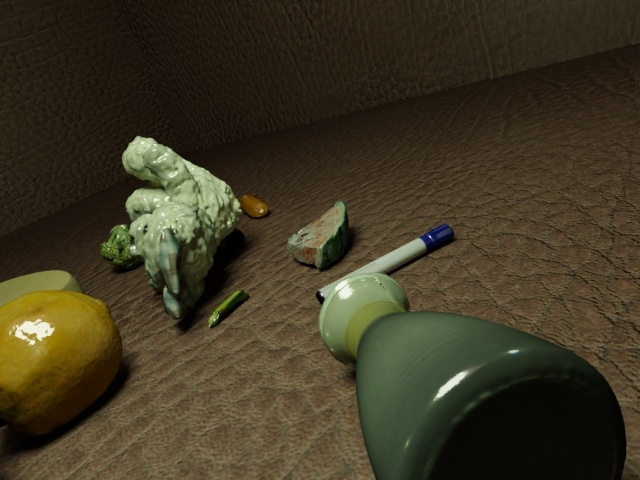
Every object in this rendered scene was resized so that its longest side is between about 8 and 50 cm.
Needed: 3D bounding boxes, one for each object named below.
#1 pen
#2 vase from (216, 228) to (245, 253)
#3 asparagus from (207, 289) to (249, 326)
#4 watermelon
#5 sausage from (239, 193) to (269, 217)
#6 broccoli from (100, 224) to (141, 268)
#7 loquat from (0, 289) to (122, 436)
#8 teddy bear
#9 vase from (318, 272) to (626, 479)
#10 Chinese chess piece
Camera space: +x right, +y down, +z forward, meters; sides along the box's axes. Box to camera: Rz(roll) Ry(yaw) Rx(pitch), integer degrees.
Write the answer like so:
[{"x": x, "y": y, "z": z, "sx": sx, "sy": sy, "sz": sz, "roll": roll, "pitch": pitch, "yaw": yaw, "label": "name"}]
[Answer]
[{"x": 0.112, "y": 0.040, "z": 0.851, "sx": 0.269, "sy": 0.033, "sz": 0.033, "roll": -26, "pitch": 21, "yaw": -18, "label": "pen"}, {"x": -0.279, "y": 0.006, "z": 1.253, "sx": 0.211, "sy": 0.060, "sz": 0.060, "roll": -4, "pitch": 25, "yaw": 38, "label": "vase"}, {"x": -0.166, "y": 0.119, "z": 0.906, "sx": 0.025, "sy": 0.021, "sz": 0.108, "roll": -3, "pitch": 25, "yaw": 35, "label": "asparagus"}, {"x": 0.000, "y": 0.000, "z": 1.015, "sx": 0.139, "sy": 0.071, "sz": 0.187, "roll": -17, "pitch": 27, "yaw": 25, "label": "watermelon"}, {"x": -0.198, "y": -0.101, "z": 1.470, "sx": 0.062, "sy": 0.054, "sz": 0.183, "roll": -50, "pitch": 27, "yaw": -2, "label": "sausage"}, {"x": -0.524, "y": 0.018, "z": 1.352, "sx": 0.130, "sy": 0.120, "sz": 0.131, "roll": -10, "pitch": -4, "yaw": 41, "label": "broccoli"}, {"x": -0.403, "y": 0.176, "z": 0.739, "sx": 0.234, "sy": 0.187, "sz": 0.176, "roll": -50, "pitch": -7, "yaw": -40, "label": "loquat"}, {"x": -0.345, "y": -0.029, "z": 1.031, "sx": 0.375, "sy": 0.327, "sz": 0.362, "roll": 19, "pitch": 33, "yaw": 14, "label": "teddy bear"}, {"x": 0.091, "y": 0.127, "z": 0.472, "sx": 0.173, "sy": 0.173, "sz": 0.321, "roll": -23, "pitch": 14, "yaw": -10, "label": "vase"}, {"x": -0.640, "y": 0.159, "z": 1.071, "sx": 0.273, "sy": 0.102, "sz": 0.273, "roll": -10, "pitch": 20, "yaw": 4, "label": "Chinese chess piece"}]
